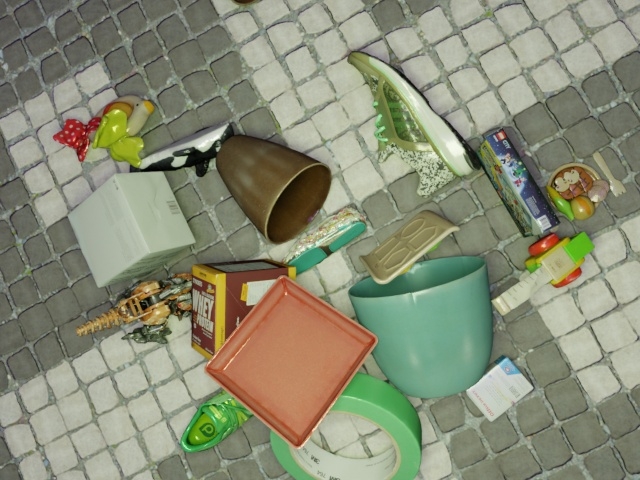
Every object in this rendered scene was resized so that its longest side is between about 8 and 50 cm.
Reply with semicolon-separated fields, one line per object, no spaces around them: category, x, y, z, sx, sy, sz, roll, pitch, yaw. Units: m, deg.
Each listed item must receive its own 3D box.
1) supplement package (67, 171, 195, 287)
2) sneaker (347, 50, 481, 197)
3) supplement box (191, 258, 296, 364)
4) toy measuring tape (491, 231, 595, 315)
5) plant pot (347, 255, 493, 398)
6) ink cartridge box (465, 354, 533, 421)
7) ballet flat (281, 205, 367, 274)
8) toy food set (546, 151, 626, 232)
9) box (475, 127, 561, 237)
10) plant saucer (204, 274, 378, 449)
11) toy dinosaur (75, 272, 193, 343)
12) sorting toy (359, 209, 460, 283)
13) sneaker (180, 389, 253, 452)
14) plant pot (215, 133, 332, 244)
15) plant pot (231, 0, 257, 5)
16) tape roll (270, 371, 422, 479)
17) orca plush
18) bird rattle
supplement package;-0.442;-0.027;1.212;0.203;0.149;0.194;-29;83;30
sneaker;0.174;-0.266;1.199;0.182;0.158;0.410;-43;77;20
supplement box;-0.172;0.149;1.148;0.194;0.129;0.192;-3;99;-36
toy measuring tape;0.465;0.073;1.115;0.330;0.121;0.122;-30;82;-24
plant pot;0.226;0.185;1.091;0.292;0.293;0.236;-14;95;6
ink cartridge box;0.398;0.332;1.167;0.122;0.052;0.089;-40;82;2
ballet flat;0.000;0.000;1.234;0.240;0.091;0.077;-31;53;0
toy food set;0.586;-0.114;1.179;0.192;0.038;0.133;-31;83;4
box;0.426;-0.120;1.138;0.044;0.159;0.233;-29;84;6
plant saucer;-0.057;0.235;1.036;0.259;0.048;0.258;31;70;25
toy dinosaur;-0.386;0.138;1.186;0.321;0.218;0.165;5;67;-33
sorting toy;0.194;0.014;1.150;0.208;0.193;0.038;-35;106;2
sneaker;-0.206;0.391;1.202;0.109;0.123;0.295;44;92;8
plant pot;-0.129;-0.144;1.201;0.230;0.215;0.215;38;91;21
plant pot;-0.213;-0.696;1.263;0.167;0.167;0.165;-45;75;2
tape roll;0.055;0.423;1.111;0.320;0.077;0.322;6;119;10
orca plush;-0.327;-0.189;1.269;0.287;0.151;0.102;-25;115;2
bird rattle;-0.518;-0.277;1.290;0.253;0.143;0.207;12;59;41
